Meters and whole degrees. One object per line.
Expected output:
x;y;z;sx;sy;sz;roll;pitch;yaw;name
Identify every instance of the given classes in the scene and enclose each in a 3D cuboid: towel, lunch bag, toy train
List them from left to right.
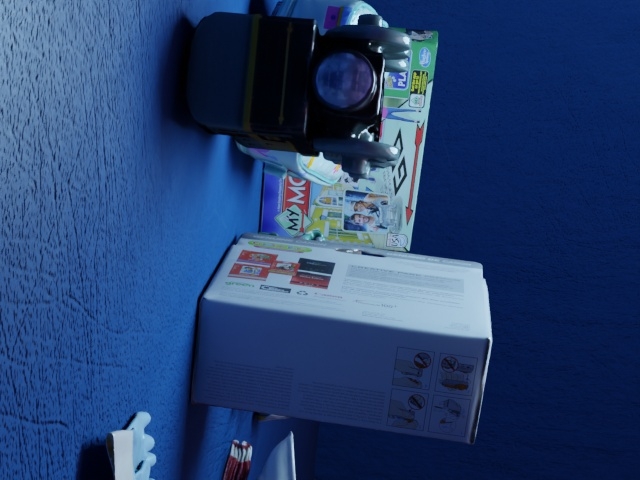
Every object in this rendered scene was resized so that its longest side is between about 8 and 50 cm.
-0.137;0.468;1.885;0.329;0.037;0.237;-78;175;-52;towel
-0.015;-0.136;1.273;0.334;0.190;0.142;-18;115;-87;toy train
-0.008;-0.176;1.626;0.224;0.108;0.279;-65;166;1;lunch bag

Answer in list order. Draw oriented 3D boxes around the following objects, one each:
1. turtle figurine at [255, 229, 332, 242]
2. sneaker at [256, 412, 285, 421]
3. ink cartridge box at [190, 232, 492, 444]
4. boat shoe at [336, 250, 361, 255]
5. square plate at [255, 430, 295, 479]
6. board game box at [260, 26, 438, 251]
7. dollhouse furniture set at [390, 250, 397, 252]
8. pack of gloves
-0.049;0.071;1.794;0.234;0.118;0.175;37;45;-69;turtle figurine
-0.066;0.243;2.271;0.215;0.084;0.083;-82;165;-80;sneaker
0.032;0.101;1.566;0.272;0.309;0.130;-70;167;-72;ink cartridge box
0.000;0.000;2.234;0.130;0.132;0.355;-137;-115;-71;boat shoe
-0.072;0.477;1.918;0.344;0.049;0.347;108;-19;-66;square plate
0.034;-0.140;1.856;0.046;0.213;0.317;-82;177;-59;board game box
0.063;-0.179;2.332;0.152;0.201;0.374;-77;174;-58;dollhouse furniture set
-0.163;0.240;1.088;0.232;0.046;0.195;81;5;-88;pack of gloves
